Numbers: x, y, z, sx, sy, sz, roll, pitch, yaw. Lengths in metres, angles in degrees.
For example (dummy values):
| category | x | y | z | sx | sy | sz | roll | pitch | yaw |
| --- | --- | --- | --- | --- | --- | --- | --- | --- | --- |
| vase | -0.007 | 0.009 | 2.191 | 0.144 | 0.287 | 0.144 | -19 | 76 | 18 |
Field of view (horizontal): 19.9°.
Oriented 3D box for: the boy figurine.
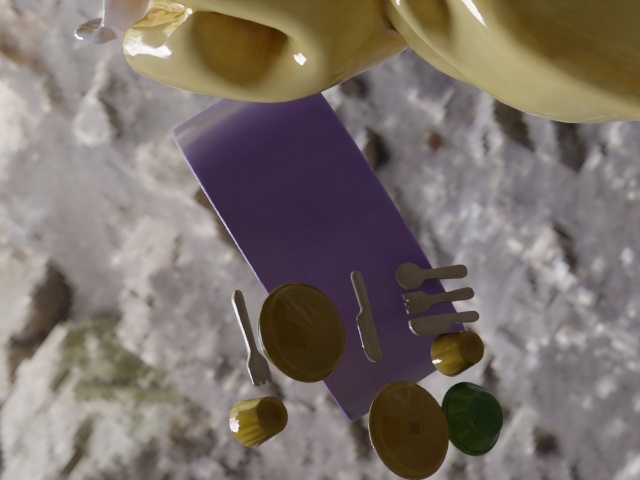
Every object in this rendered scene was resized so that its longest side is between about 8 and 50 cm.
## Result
| category | x | y | z | sx | sy | sz | roll | pitch | yaw |
| --- | --- | --- | --- | --- | --- | --- | --- | --- | --- |
| boy figurine | -0.013 | -0.119 | 0.501 | 0.285 | 0.092 | 0.177 | 24 | 121 | 15 |

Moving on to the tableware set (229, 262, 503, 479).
| category | x | y | z | sx | sy | sz | roll | pitch | yaw |
| --- | --- | --- | --- | --- | --- | --- | --- | --- | --- |
| tableware set | 0.022 | 0.066 | 0.865 | 0.024 | 0.154 | 0.104 | -26 | 75 | 50 |

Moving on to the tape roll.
| category | x | y | z | sx | sy | sz | roll | pitch | yaw |
| --- | --- | --- | --- | --- | --- | --- | --- | --- | --- |
| tape roll | 0.000 | 0.000 | 0.997 | 0.189 | 0.080 | 0.189 | 59 | 178 | 3 |
